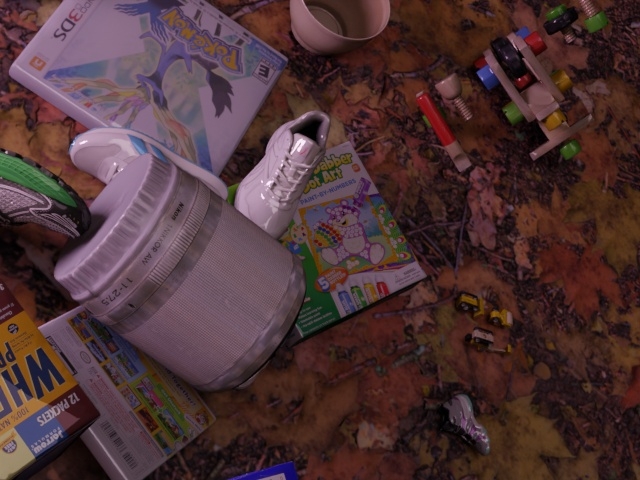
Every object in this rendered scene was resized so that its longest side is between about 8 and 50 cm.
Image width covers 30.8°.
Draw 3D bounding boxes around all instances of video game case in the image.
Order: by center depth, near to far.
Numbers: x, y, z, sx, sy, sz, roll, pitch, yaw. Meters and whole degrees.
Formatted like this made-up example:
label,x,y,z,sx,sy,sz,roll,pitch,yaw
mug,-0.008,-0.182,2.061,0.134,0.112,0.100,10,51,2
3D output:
label,x,y,z,sx,sy,sz,roll,pitch,yaw
video game case,-0.256,0.183,1.478,0.227,0.026,0.206,53,30,3
video game case,-0.244,-0.259,1.730,0.329,0.036,0.300,34,57,-10

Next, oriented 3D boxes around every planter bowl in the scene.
label,x,y,z,sx,sy,sz,roll,pitch,yaw
planter bowl,0.016,-0.365,1.869,0.162,0.109,0.162,12,63,-23

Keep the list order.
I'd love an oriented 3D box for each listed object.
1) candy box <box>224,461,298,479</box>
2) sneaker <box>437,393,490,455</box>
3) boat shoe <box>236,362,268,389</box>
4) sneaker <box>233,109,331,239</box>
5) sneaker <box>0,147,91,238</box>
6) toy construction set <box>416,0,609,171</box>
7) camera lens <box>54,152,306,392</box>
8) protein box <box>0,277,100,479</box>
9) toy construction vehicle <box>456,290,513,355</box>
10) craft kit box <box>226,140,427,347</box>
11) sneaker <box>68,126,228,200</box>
label,x,y,z,sx,sy,sz,roll,pitch,yaw
candy box,-0.104,0.423,1.320,0.122,0.317,0.268,-8,73,-31
sneaker,0.204,0.281,1.716,0.069,0.038,0.098,-16,66,-30
boat shoe,-0.089,0.166,1.615,0.035,0.035,0.100,45,55,-3
sneaker,-0.050,-0.100,1.647,0.090,0.115,0.232,28,57,-13
sneaker,-0.453,-0.037,1.445,0.343,0.134,0.146,7,74,4
toy construction set,0.331,-0.210,1.917,0.308,0.257,0.237,-34,98,-14
camera lens,-0.172,0.047,1.494,0.274,0.219,0.219,38,55,-21
protein box,-0.390,0.187,1.349,0.136,0.201,0.200,-35,86,-35
toy construction vehicle,0.255,0.133,1.814,0.098,0.035,0.086,18,50,-22
craft kit box,0.000,0.000,1.728,0.249,0.061,0.247,-24,77,-33
sneaker,-0.241,-0.081,1.604,0.228,0.087,0.092,23,44,-8
